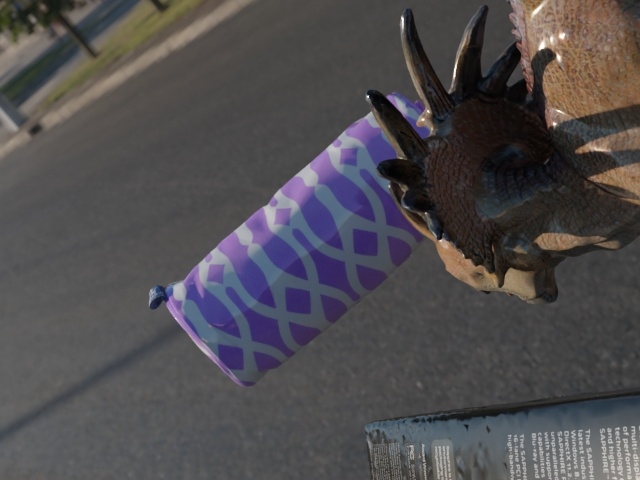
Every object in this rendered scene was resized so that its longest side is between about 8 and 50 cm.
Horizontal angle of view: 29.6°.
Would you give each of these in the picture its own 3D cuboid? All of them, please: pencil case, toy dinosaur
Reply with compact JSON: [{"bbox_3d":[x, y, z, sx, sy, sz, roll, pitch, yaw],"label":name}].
[{"bbox_3d":[0.000,0.000,0.735,0.206,0.086,0.088,-39,12,4],"label":"pencil case"},{"bbox_3d":[0.113,-0.088,0.469,0.200,0.296,0.127,20,20,32],"label":"toy dinosaur"}]

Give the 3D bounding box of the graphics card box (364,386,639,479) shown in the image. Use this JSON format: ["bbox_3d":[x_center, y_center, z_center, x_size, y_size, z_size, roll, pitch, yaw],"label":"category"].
[{"bbox_3d":[0.145,0.183,0.549,0.094,0.233,0.371,-3,-10,-25],"label":"graphics card box"}]
